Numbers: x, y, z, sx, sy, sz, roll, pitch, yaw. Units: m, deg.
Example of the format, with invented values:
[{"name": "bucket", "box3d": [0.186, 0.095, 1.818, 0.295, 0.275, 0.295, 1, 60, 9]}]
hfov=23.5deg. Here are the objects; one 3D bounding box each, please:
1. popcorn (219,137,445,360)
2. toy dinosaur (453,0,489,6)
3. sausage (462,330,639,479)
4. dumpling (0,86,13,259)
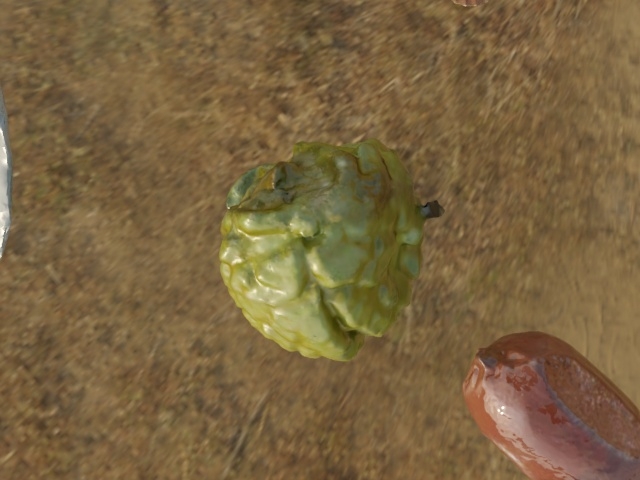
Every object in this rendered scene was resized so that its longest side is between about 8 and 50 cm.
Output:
[{"name": "popcorn", "box3d": [0.010, 0.000, 1.126, 0.142, 0.173, 0.173, -14, 102, 48]}, {"name": "toy dinosaur", "box3d": [0.145, -0.274, 1.516, 0.212, 0.057, 0.142, -36, 61, 19]}, {"name": "sausage", "box3d": [0.262, 0.195, 1.665, 0.254, 0.148, 0.148, 37, 109, -11]}, {"name": "dumpling", "box3d": [-0.299, -0.077, 1.031, 0.163, 0.204, 0.293, 1, 114, -19]}]
